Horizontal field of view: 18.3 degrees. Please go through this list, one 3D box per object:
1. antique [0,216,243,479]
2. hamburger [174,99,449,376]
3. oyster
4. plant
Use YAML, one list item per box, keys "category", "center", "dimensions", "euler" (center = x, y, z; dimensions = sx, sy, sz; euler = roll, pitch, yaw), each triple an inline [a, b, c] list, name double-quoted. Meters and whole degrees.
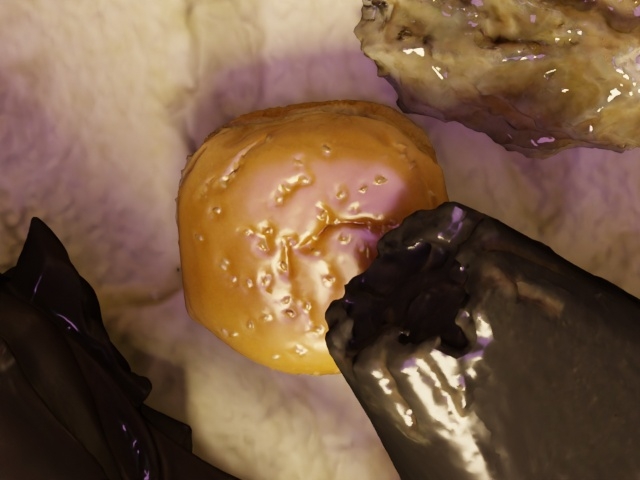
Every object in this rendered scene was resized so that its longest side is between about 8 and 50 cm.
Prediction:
- category: "antique"
  center: [-0.145, 0.121, 0.944]
  dimensions: [0.255, 0.322, 0.185]
  euler: [45, 105, 22]
- category: "hamburger"
  center: [0.000, 0.000, 1.019]
  dimensions: [0.147, 0.083, 0.138]
  euler: [-2, 109, 10]
- category: "oyster"
  center: [0.120, -0.095, 0.988]
  dimensions: [0.209, 0.072, 0.133]
  euler: [24, 103, 1]
- category: "plant"
  center: [0.115, 0.091, 0.967]
  dimensions: [0.256, 0.142, 0.164]
  euler: [41, 84, -37]
